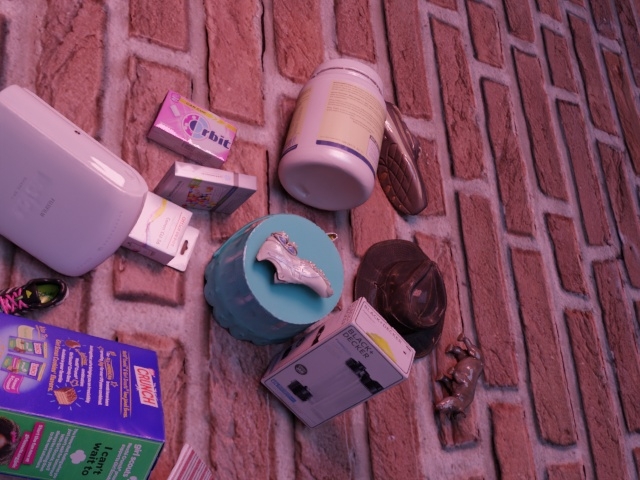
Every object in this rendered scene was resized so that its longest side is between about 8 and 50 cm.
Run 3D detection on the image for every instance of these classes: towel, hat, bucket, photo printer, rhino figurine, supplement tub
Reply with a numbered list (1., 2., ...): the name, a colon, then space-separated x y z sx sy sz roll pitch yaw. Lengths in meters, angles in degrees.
1. towel: -0.254 0.461 1.101 0.029 0.197 0.144 16 56 16
2. hat: 0.240 0.133 1.570 0.331 0.134 0.332 12 65 -28
3. bucket: -0.095 0.084 1.341 0.281 0.183 0.281 12 65 -28
4. photo printer: -0.488 -0.090 1.121 0.307 0.256 0.107 39 24 -15
5. rhino figurine: 0.361 0.369 1.592 0.106 0.073 0.243 36 58 -12
6. supplement tub: 0.039 -0.265 1.533 0.235 0.235 0.325 25 60 -22

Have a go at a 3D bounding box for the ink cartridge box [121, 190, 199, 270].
1. ink cartridge box: -0.350 -0.028 1.293 0.198 0.067 0.115 27 59 -21

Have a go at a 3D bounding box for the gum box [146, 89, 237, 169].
1. gum box: -0.290 -0.250 1.422 0.188 0.062 0.107 26 60 -22

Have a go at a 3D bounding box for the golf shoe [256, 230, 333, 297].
1. golf shoe: -0.054 0.066 1.233 0.176 0.069 0.086 44 74 -6

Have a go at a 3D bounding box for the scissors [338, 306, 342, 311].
1. scissors: 0.080 0.233 1.371 0.021 0.297 0.109 -14 65 5

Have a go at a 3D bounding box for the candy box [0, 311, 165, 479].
1. candy box: -0.430 0.259 1.009 0.317 0.268 0.122 20 104 -24

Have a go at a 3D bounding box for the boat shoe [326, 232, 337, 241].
1. boat shoe: 0.000 0.000 1.527 0.100 0.035 0.035 -12 79 -36

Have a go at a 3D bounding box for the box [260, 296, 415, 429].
1. box: 0.032 0.262 1.281 0.169 0.290 0.087 47 33 -10

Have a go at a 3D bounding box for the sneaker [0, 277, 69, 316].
1. sneaker: -0.540 0.105 1.114 0.170 0.074 0.063 -17 81 -36

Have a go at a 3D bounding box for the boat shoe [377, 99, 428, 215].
1. boat shoe: 0.227 -0.245 1.712 0.130 0.132 0.356 -17 83 -36

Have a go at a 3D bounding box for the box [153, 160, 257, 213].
1. box: -0.252 -0.112 1.342 0.186 0.145 0.038 10 65 -30
